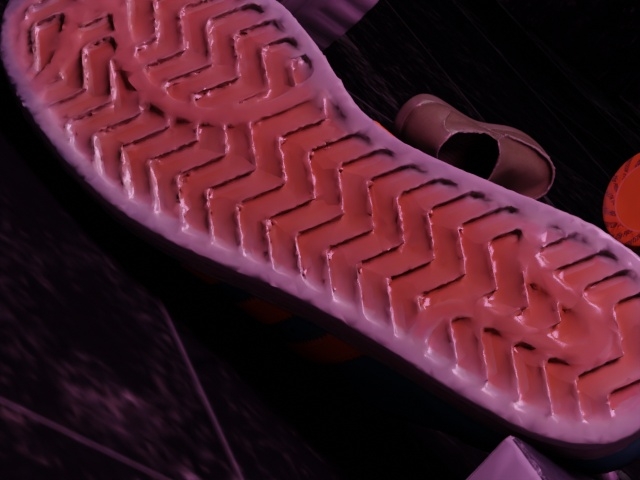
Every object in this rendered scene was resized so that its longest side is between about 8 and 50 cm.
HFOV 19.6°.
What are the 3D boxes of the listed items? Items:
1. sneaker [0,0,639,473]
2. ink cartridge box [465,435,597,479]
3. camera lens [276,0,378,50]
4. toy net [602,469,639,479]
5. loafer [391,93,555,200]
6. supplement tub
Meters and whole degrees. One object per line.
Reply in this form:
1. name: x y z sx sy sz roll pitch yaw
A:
1. sneaker: 0.000 0.000 0.730 0.302 0.108 0.121 35 -17 15
2. ink cartridge box: 0.163 0.208 0.574 0.165 0.065 0.333 30 18 -42
3. camera lens: -0.075 -0.253 1.028 0.274 0.219 0.219 36 14 -21
4. toy net: 0.116 0.068 0.937 0.232 0.045 0.122 46 12 10
5. loafer: 0.112 -0.055 1.298 0.148 0.056 0.050 18 26 -37
6. supplement tub: 0.335 -0.001 1.609 0.190 0.117 0.117 29 18 -40
